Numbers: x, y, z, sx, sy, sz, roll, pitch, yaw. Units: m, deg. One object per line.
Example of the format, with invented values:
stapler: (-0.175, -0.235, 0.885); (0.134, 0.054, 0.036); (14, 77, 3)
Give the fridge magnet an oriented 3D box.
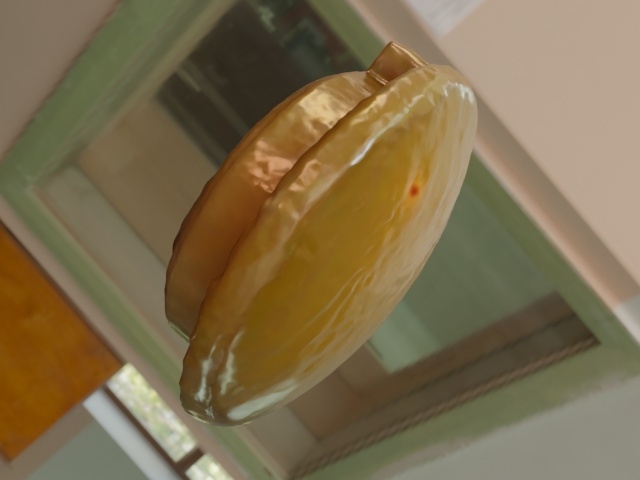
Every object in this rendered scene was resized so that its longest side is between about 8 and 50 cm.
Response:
fridge magnet: (0.000, 0.000, 0.396); (0.143, 0.063, 0.143); (-46, 164, -17)
